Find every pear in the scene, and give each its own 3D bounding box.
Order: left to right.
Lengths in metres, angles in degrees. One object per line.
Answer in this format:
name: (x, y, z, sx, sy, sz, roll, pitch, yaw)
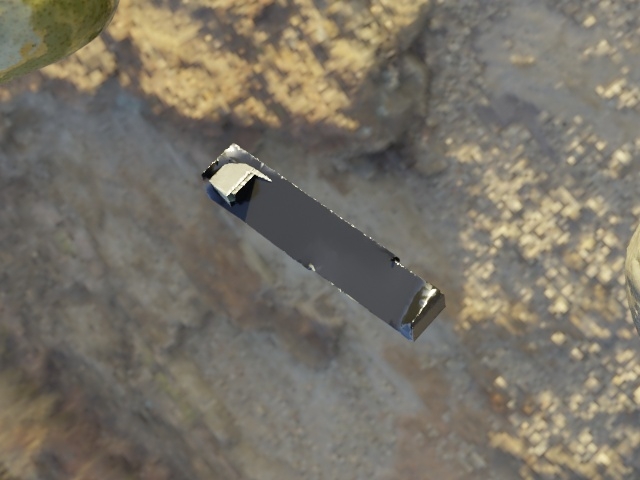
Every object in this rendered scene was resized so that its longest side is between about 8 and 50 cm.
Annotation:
pear: (-0.201, -0.160, 0.805, 0.167, 0.167, 0.136, 2, 125, 49)

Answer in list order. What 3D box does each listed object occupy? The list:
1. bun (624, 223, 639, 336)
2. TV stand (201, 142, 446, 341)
bun: (0.383, 0.011, 1.147, 0.282, 0.204, 0.281, 3, 132, 4)
TV stand: (0.000, 0.000, 1.285, 0.256, 0.049, 0.040, 36, 160, 23)
